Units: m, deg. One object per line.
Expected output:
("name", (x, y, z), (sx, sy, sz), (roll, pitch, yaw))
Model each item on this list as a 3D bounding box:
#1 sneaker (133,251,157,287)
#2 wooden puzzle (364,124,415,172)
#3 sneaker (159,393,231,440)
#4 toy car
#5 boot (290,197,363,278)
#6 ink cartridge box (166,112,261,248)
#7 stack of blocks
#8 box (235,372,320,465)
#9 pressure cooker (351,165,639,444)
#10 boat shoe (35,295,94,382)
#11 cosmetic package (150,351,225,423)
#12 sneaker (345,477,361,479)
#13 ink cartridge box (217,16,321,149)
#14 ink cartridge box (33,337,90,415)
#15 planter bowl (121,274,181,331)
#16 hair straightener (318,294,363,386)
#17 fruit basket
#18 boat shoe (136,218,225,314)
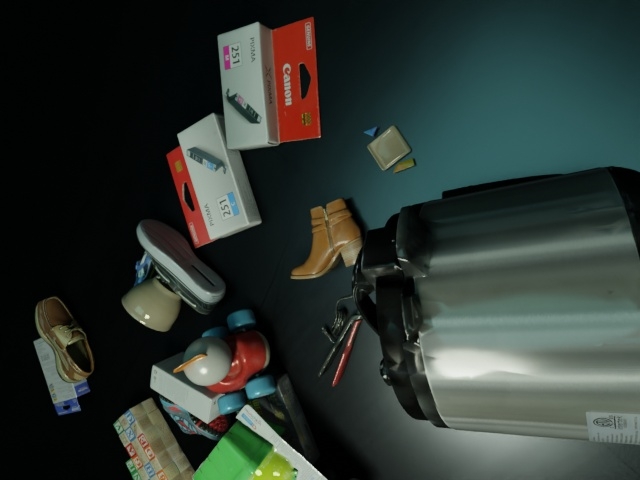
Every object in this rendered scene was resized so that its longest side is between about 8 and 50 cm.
("sneaker", (-0.543, 0.094, 1.247), (0.059, 0.053, 0.144), (37, 104, 19))
("wooden puzzle", (0.145, -0.193, 0.847), (0.079, 0.014, 0.116), (-28, 83, 25))
("sneaker", (-0.361, 0.519, 1.195), (0.262, 0.104, 0.125), (19, 123, 30))
("toy car", (-0.265, 0.299, 0.981), (0.210, 0.238, 0.219), (-35, 62, 26))
("boot", (0.000, 0.000, 0.922), (0.197, 0.073, 0.152), (-21, 88, 18))
("ink cartridge box", (-0.313, -0.146, 1.077), (0.261, 0.066, 0.296), (-19, 88, 29))
("stack of blocks", (-0.552, 0.692, 1.313), (0.171, 0.087, 0.297), (-42, 76, 27))
("box", (-0.125, 0.486, 1.065), (0.183, 0.056, 0.230), (-25, 85, 30))
("pressure cooker", (0.262, 0.098, 0.615), (0.421, 0.376, 0.369), (-11, 95, 29))
("boat shoe", (-0.904, 0.351, 1.455), (0.120, 0.122, 0.323), (-20, 95, 25))
("cosmetic package", (-0.362, 0.414, 1.154), (0.231, 0.117, 0.085), (19, 106, 27))
("sneaker", (0.050, 0.666, 0.982), (0.226, 0.086, 0.163), (-19, 79, 38))
("ink cartridge box", (-0.123, -0.363, 0.946), (0.239, 0.060, 0.274), (0, 97, 30))
("ink cartridge box", (-0.987, 0.503, 1.544), (0.186, 0.065, 0.311), (-23, 83, 30))
("planter bowl", (-0.471, 0.169, 1.169), (0.162, 0.162, 0.109), (39, 89, 19))
("hair straightener", (0.038, 0.224, 0.943), (0.089, 0.047, 0.230), (25, 108, 24))
("fruit basket", (-0.117, 0.605, 0.981), (0.353, 0.165, 0.327), (35, 114, 5))
("boat shoe", (-0.411, 0.078, 1.130), (0.335, 0.121, 0.119), (43, 118, 17))
